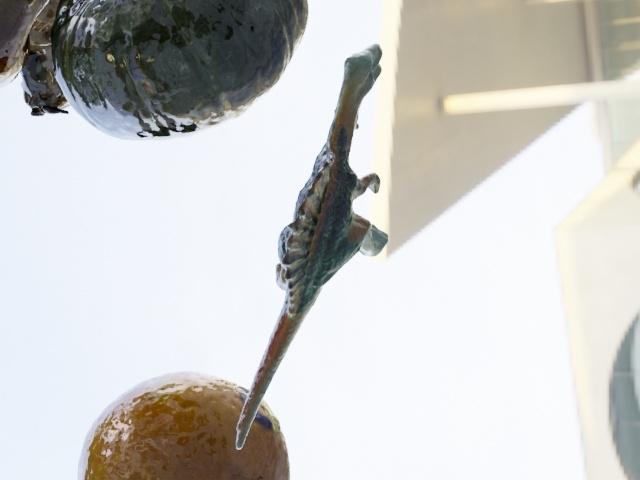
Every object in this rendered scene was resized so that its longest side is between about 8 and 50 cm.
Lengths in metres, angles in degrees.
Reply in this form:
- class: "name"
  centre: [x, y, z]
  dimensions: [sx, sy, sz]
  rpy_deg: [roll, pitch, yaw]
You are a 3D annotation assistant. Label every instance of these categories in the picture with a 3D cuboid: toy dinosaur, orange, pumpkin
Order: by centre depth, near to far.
- class: "toy dinosaur"
  centre: [-0.004, -0.001, 0.580]
  dimensions: [0.187, 0.044, 0.106]
  rpy_deg: [-58, -15, -25]
- class: "pumpkin"
  centre: [-0.118, -0.180, 0.998]
  dimensions: [0.157, 0.223, 0.224]
  rpy_deg: [63, -142, -37]
- class: "orange"
  centre: [-0.141, 0.237, 1.254]
  dimensions: [0.219, 0.193, 0.219]
  rpy_deg: [-24, -44, -25]

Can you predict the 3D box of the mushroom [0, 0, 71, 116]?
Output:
- class: "mushroom"
  centre: [-0.338, -0.247, 1.149]
  dimensions: [0.254, 0.267, 0.267]
  rpy_deg: [39, -129, -82]
